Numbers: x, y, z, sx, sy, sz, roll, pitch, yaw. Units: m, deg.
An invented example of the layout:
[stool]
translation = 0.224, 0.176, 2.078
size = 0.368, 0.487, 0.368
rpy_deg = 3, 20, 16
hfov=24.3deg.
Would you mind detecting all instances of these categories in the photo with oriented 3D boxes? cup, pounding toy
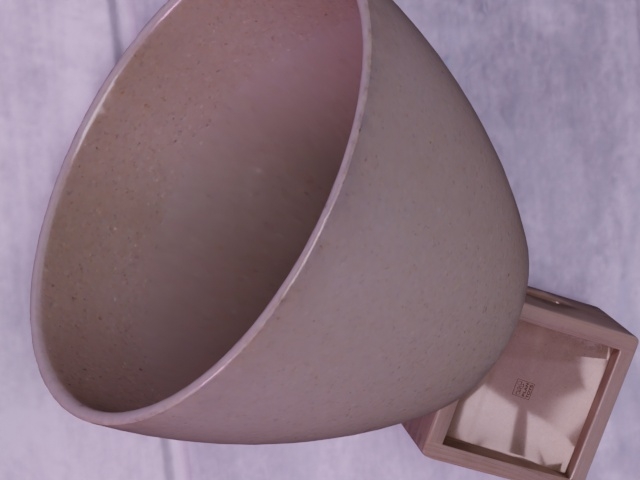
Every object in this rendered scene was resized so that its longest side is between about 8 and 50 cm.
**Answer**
[cup]
translation = 0.000, 0.000, 0.982
size = 0.237, 0.331, 0.331
rpy_deg = 27, 89, -34
[pounding toy]
translation = 0.153, 0.144, 1.107
size = 0.181, 0.094, 0.206
rpy_deg = 17, 100, -14
